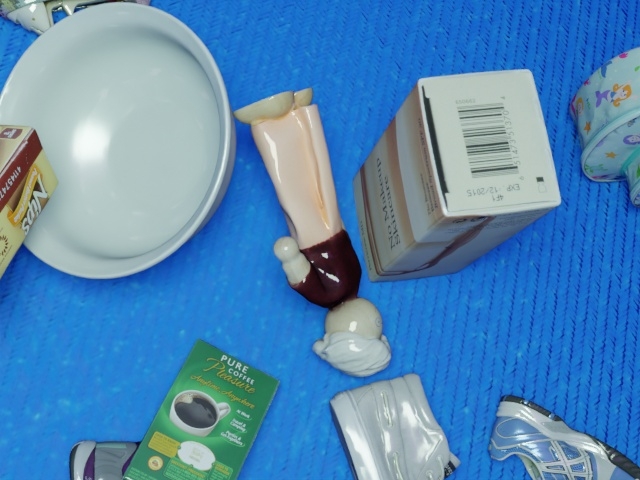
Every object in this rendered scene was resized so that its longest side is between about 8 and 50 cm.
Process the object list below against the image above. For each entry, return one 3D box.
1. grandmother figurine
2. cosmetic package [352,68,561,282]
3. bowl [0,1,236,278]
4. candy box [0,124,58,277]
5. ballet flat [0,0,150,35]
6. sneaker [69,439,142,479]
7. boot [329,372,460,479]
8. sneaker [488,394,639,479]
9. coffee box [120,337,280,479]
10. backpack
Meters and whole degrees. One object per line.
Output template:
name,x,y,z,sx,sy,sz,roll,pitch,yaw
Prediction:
grandmother figurine,0.000,0.000,0.950,0.208,0.104,0.343,-32,104,-59
cosmetic package,0.137,-0.059,0.930,0.129,0.296,0.153,-7,75,-12
bowl,-0.211,-0.103,0.930,0.297,0.134,0.298,-2,85,17
candy box,-0.454,-0.036,0.826,0.316,0.088,0.183,5,47,12
ballet flat,-0.320,-0.297,1.026,0.221,0.077,0.079,-14,97,-15
sneaker,-0.212,0.321,0.868,0.098,0.083,0.224,-3,75,-17
boot,0.107,0.281,0.933,0.123,0.095,0.258,-17,78,-8
sneaker,0.300,0.270,0.994,0.211,0.080,0.081,28,77,7
coffee box,-0.130,0.211,0.907,0.113,0.040,0.184,27,52,-4
backpack,0.461,-0.151,1.061,0.253,0.225,0.191,3,69,-7
